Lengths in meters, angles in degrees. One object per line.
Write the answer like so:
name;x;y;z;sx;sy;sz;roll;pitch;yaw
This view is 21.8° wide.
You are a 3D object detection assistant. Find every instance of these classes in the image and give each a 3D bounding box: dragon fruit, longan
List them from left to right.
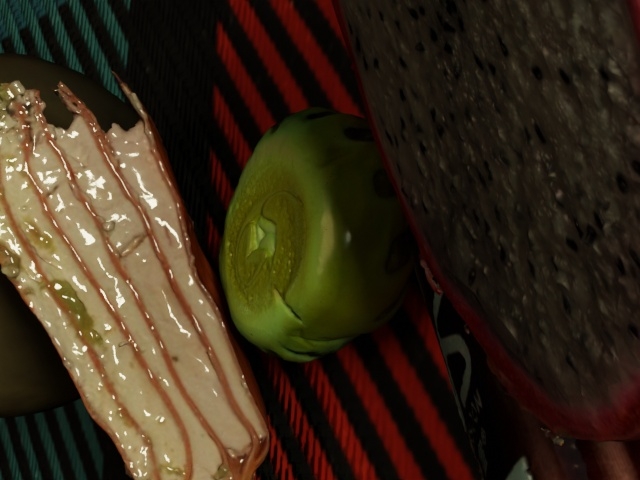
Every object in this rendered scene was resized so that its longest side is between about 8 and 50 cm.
longan;-0.204;-0.002;1.018;0.248;0.248;0.248;-20;67;57
dragon fruit;0.134;-0.105;0.513;0.305;0.226;0.305;159;90;-77

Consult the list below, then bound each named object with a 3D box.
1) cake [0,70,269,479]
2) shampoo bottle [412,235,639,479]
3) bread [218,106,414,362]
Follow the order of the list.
cake;-0.101;0.039;0.901;0.135;0.098;0.287;-112;0;-74
shampoo bottle;0.095;0.061;0.650;0.129;0.084;0.323;85;170;-56
bread;0.000;0.000;0.848;0.139;0.071;0.130;-58;41;40
